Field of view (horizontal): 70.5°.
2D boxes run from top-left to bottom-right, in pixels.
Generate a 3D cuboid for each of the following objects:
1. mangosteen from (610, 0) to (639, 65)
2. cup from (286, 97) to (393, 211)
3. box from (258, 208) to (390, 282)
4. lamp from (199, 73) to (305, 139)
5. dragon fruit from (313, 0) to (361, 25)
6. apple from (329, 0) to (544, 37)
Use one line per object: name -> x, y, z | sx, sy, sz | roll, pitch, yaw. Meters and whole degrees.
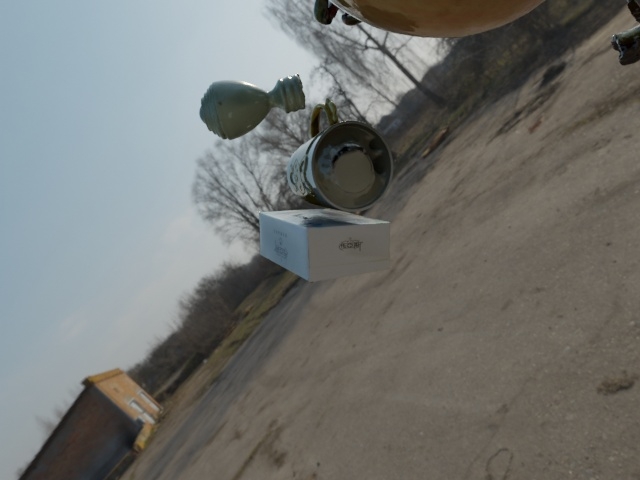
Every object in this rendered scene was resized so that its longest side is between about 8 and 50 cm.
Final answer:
mangosteen -> 0.490, -0.343, 0.498 | 0.298, 0.293, 0.297 | -7, 29, 4
cup -> 0.023, -0.182, 0.998 | 0.186, 0.240, 0.226 | -15, 9, -22
box -> 0.000, -0.002, 1.040 | 0.203, 0.116, 0.274 | -6, 13, -27
lamp -> -0.123, -0.244, 0.814 | 0.193, 0.106, 0.106 | -13, 4, 2
dragon fruit -> 0.100, -0.519, 0.803 | 0.272, 0.219, 0.198 | -67, 20, 7
apple -> 0.129, -0.417, 0.463 | 0.347, 0.390, 0.391 | -3, -10, -14
